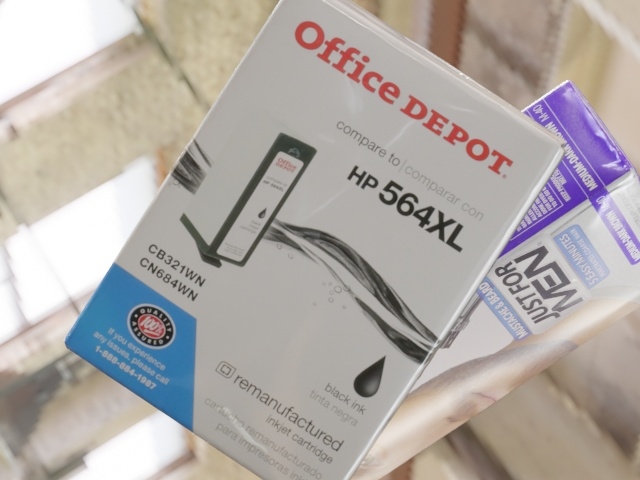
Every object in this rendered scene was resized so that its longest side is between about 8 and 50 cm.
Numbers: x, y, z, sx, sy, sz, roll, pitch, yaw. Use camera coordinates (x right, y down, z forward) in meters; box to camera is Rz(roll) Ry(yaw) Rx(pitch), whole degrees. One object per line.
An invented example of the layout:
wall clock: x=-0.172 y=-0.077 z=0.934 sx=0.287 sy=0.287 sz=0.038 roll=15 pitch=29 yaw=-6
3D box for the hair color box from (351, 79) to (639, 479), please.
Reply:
hair color box: x=0.099 y=0.046 z=1.480 sx=0.185 sy=0.339 sz=0.110 roll=46 pitch=13 yaw=-55

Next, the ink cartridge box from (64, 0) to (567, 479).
ink cartridge box: x=0.000 y=0.000 z=0.906 sx=0.148 sy=0.203 sz=0.086 roll=33 pitch=7 yaw=6
